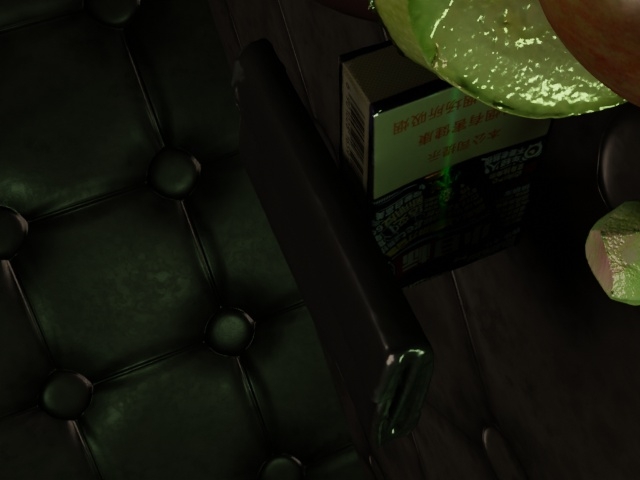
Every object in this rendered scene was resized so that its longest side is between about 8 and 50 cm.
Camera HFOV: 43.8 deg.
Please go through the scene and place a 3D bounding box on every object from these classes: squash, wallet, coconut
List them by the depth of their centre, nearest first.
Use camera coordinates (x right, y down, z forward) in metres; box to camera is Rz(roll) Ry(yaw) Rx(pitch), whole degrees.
[{"bbox_3d":[0.138,-0.185,0.516,0.133,0.220,0.220,-117,13,-45],"label":"squash"},{"bbox_3d":[0.258,0.008,0.643,0.083,0.081,0.082,-2,100,41],"label":"coconut"},{"bbox_3d":[-0.001,0.000,0.843,0.228,0.062,0.406,90,157,-57],"label":"wallet"}]

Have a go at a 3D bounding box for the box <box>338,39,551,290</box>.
[{"bbox_3d":[0.120,-0.078,0.811,0.310,0.198,0.084,86,159,-54],"label":"box"}]

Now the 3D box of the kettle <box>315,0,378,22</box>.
[{"bbox_3d":[0.067,-0.290,0.873,0.202,0.144,0.232,54,177,-39],"label":"kettle"}]

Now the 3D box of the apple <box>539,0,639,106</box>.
[{"bbox_3d":[0.196,-0.156,0.385,0.173,0.188,0.188,-115,12,-45],"label":"apple"}]
